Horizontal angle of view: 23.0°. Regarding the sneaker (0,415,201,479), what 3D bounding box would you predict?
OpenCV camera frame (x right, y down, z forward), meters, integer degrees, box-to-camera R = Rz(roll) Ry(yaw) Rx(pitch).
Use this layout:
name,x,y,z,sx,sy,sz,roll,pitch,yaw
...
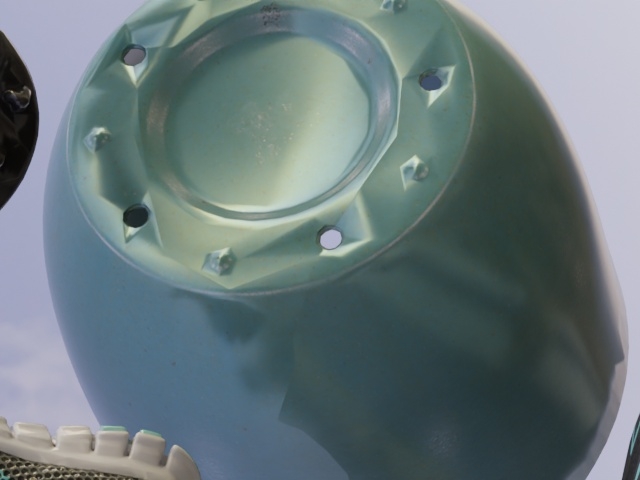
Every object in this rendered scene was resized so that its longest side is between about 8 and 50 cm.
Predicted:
name,x,y,z,sx,sy,sz,roll,pitch,yaw
sneaker,-0.122,0.102,0.554,0.065,0.166,0.076,111,160,-45

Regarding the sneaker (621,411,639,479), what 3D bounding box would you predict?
name,x,y,z,sx,sy,sz,roll,pitch,yaw
sneaker,0.114,0.077,0.325,0.267,0.101,0.106,-67,3,-51

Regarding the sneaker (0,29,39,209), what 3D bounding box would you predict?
name,x,y,z,sx,sy,sz,roll,pitch,yaw
sneaker,-0.183,-0.067,0.356,0.234,0.106,0.078,24,-85,-34

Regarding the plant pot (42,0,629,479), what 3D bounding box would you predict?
name,x,y,z,sx,sy,sz,roll,pitch,yaw
plant pot,0.000,0.000,0.767,0.235,0.293,0.293,70,-158,-58
